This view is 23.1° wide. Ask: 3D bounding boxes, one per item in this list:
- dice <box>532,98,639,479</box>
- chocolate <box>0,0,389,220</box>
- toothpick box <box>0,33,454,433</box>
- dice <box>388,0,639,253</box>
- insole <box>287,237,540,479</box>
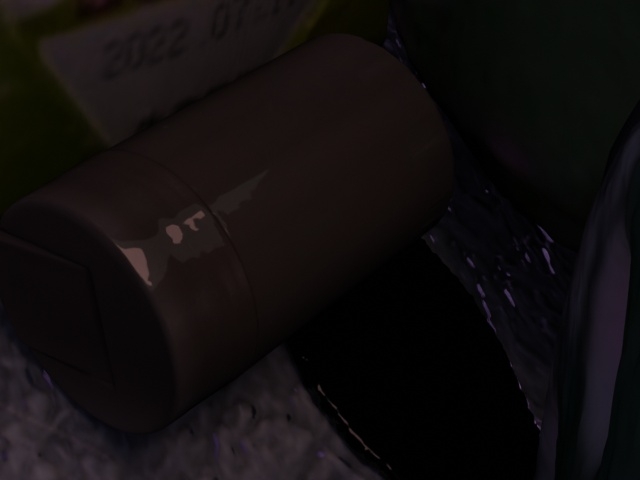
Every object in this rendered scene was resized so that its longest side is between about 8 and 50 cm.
[{"bbox_3d":[0.234,0.134,0.490,0.330,0.328,0.348,7,62,3],"label":"dice"},{"bbox_3d":[-0.144,-0.179,0.742,0.288,0.137,0.301,-28,65,-40],"label":"chocolate"},{"bbox_3d":[-0.038,-0.007,0.673,0.111,0.111,0.180,46,52,13],"label":"toothpick box"},{"bbox_3d":[0.231,-0.169,0.756,0.318,0.330,0.322,-3,37,-27],"label":"dice"},{"bbox_3d":[0.000,0.000,0.770,0.119,0.009,0.348,-19,64,-40],"label":"insole"}]
